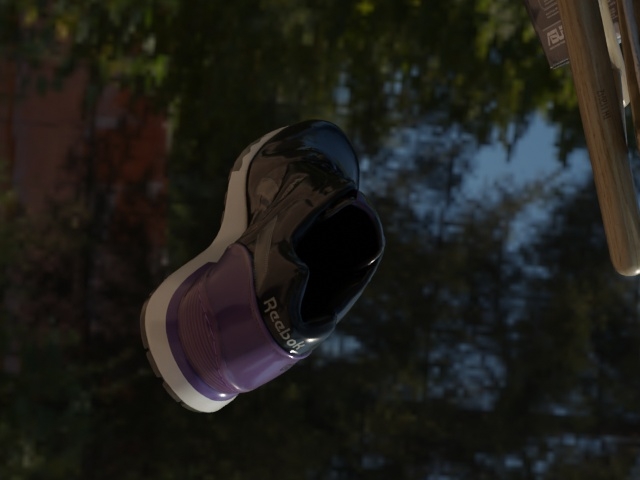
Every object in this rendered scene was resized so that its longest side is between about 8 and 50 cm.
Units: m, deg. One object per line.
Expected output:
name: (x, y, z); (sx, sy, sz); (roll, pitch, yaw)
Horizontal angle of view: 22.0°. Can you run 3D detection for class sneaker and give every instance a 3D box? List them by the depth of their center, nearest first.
sneaker: (0.000, 0.000, 1.048); (0.124, 0.107, 0.283); (-24, -158, 30)

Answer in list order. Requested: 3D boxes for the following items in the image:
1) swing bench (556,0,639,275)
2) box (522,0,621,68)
swing bench: (0.235, -0.144, 0.771); (0.165, 0.253, 0.255); (-84, 158, -48)
box: (0.161, -0.209, 0.942); (0.231, 0.056, 0.183); (158, -90, -76)
